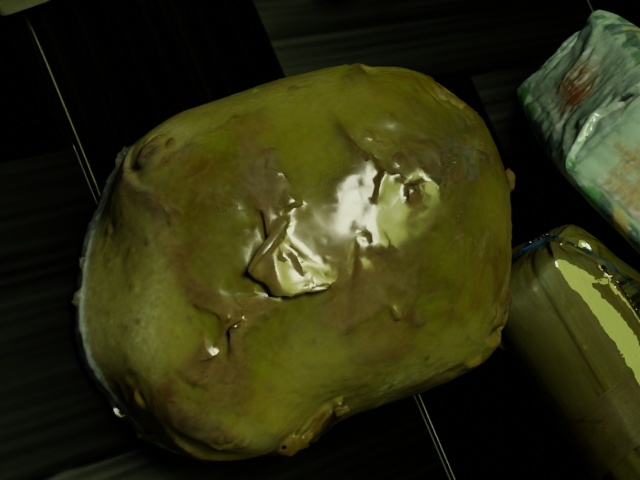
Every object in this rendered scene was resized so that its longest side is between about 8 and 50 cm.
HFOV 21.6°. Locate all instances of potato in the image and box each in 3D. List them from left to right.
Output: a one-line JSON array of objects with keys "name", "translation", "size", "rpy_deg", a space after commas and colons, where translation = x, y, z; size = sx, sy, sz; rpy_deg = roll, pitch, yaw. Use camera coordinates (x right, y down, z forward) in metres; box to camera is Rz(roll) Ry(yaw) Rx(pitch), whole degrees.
[{"name": "potato", "translation": [0.000, 0.000, 1.078], "size": [0.300, 0.196, 0.246], "rpy_deg": [-29, 87, -43]}]

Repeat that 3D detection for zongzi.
[{"name": "zongzi", "translation": [0.262, 0.085, 1.318], "size": [0.260, 0.123, 0.289], "rpy_deg": [54, 31, 4]}]

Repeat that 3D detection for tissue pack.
[{"name": "tissue pack", "translation": [0.311, -0.027, 1.338], "size": [0.311, 0.128, 0.228], "rpy_deg": [41, 13, -16]}]

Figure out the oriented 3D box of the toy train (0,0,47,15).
[{"name": "toy train", "translation": [-0.212, -0.247, 1.103], "size": [0.125, 0.081, 0.194], "rpy_deg": [-27, 82, -32]}]
